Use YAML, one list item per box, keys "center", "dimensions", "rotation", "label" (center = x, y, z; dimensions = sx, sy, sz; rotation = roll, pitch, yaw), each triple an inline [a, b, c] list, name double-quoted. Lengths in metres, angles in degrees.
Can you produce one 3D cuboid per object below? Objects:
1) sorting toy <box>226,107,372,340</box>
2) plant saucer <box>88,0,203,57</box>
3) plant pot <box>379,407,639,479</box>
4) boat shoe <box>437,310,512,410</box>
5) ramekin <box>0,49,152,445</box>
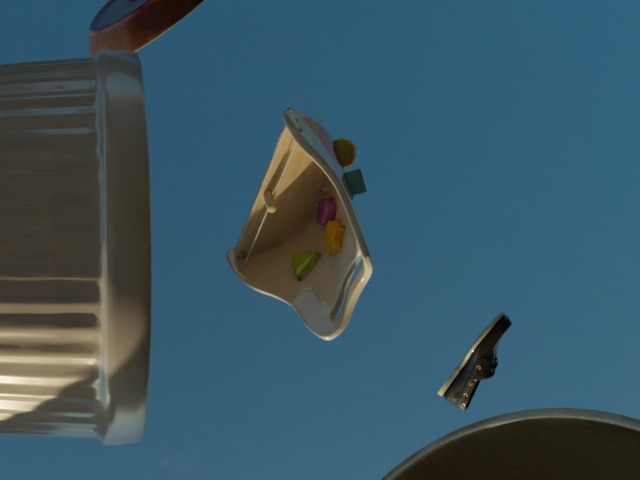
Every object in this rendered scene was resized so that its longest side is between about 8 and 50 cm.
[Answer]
- center: [0.000, 0.000, 0.480]
  dimensions: [0.044, 0.075, 0.083]
  rotation: [3, -50, -28]
  label: "sorting toy"
- center: [-0.149, -0.222, 1.018]
  dimensions: [0.168, 0.168, 0.029]
  rotation: [-46, -64, -17]
  label: "plant saucer"
- center: [0.132, 0.222, 0.421]
  dimensions: [0.191, 0.284, 0.284]
  rotation: [22, -95, -37]
  label: "plant pot"
- center: [0.181, 0.136, 1.266]
  dimensions: [0.049, 0.042, 0.133]
  rotation: [-33, -25, -59]
  label: "boat shoe"
- center: [-0.149, 0.005, 0.587]
  dimensions: [0.109, 0.207, 0.207]
  rotation: [-1, -84, -12]
  label: "ramekin"
